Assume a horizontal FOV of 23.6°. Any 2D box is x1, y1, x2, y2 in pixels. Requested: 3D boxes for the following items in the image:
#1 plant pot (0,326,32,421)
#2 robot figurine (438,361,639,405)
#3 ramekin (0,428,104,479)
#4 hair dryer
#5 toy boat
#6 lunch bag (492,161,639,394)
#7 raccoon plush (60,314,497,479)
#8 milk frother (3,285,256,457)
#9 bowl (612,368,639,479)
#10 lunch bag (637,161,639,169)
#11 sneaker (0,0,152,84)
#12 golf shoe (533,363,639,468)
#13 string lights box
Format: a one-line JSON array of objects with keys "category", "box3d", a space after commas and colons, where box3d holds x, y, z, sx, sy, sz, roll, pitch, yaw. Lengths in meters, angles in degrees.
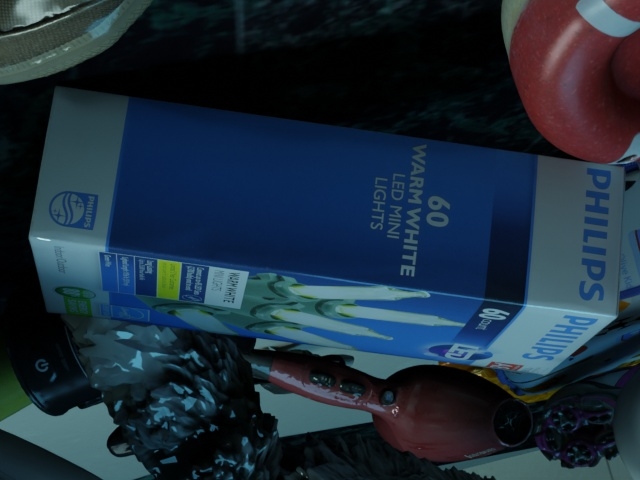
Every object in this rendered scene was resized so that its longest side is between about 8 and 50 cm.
[{"category": "plant pot", "box3d": [-0.223, 0.090, 1.027, 0.079, 0.083, 0.083, -21, 171, -34]}, {"category": "robot figurine", "box3d": [0.243, 0.104, 1.483, 0.211, 0.085, 0.291, -22, 163, 28]}, {"category": "ramekin", "box3d": [-0.206, 0.163, 0.749, 0.277, 0.135, 0.277, 23, 179, 0]}, {"category": "hair dryer", "box3d": [0.032, 0.132, 1.216, 0.293, 0.080, 0.223, 4, 176, 26]}, {"category": "toy boat", "box3d": [0.181, -0.084, 0.604, 0.151, 0.151, 0.231, -3, 161, -35]}, {"category": "lunch bag", "box3d": [0.223, 0.018, 1.099, 0.243, 0.115, 0.303, -20, 164, 9]}, {"category": "raccoon plush", "box3d": [0.089, 0.158, 0.878, 0.299, 0.216, 0.446, -27, 128, 1]}, {"category": "milk frother", "box3d": [-0.106, 0.052, 0.976, 0.135, 0.129, 0.143, -18, -152, 14]}, {"category": "bowl", "box3d": [0.333, 0.090, 0.908, 0.298, 0.298, 0.134, -6, 120, -28]}, {"category": "lunch bag", "box3d": [0.324, -0.085, 0.819, 0.279, 0.108, 0.224, -11, 159, -22]}, {"category": "sneaker", "box3d": [-0.063, -0.115, 0.465, 0.188, 0.066, 0.071, -28, 144, 26]}, {"category": "golf shoe", "box3d": [0.249, 0.112, 1.110, 0.186, 0.067, 0.086, -10, -163, 26]}, {"category": "string lights box", "box3d": [0.000, 0.000, 0.731, 0.260, 0.077, 0.133, 8, 163, -4]}]
